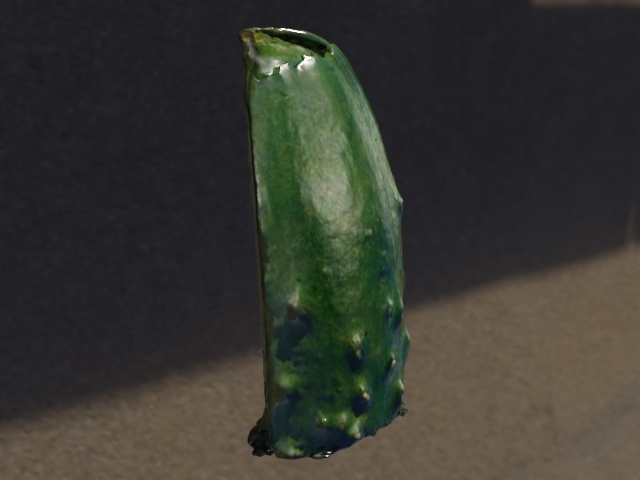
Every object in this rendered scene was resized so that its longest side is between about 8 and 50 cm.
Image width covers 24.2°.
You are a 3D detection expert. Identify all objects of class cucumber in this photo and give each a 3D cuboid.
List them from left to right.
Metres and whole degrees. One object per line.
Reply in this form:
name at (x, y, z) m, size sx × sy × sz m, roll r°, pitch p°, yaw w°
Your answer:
cucumber at (0.003, 0.000, 1.131) m, size 0.145 × 0.105 × 0.325 m, roll -7°, pitch 102°, yaw -12°
